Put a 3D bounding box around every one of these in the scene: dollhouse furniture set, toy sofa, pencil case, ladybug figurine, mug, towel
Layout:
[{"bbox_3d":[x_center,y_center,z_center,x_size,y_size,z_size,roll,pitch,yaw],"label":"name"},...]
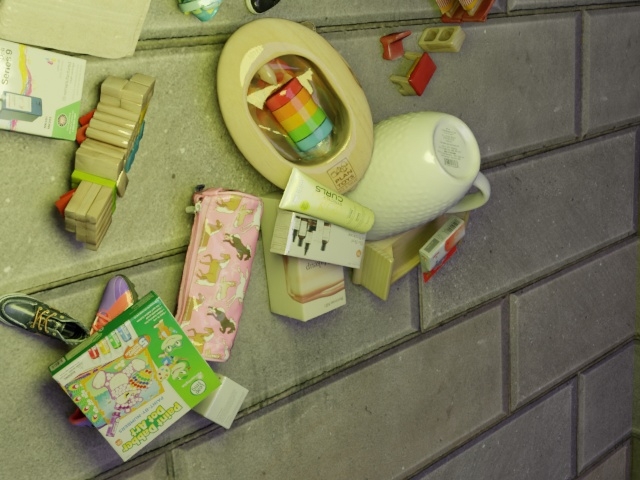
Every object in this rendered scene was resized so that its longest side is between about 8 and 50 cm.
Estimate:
[{"bbox_3d":[0.304,-0.584,2.194,0.201,0.152,0.374,43,69,-40],"label":"dollhouse furniture set"},{"bbox_3d":[0.228,-0.011,2.264,0.362,0.177,0.150,-33,144,-35],"label":"toy sofa"},{"bbox_3d":[-0.235,0.076,1.810,0.167,0.160,0.386,11,92,-11],"label":"pencil case"},{"bbox_3d":[-0.059,-0.287,1.861,0.305,0.162,0.449,-36,113,-5],"label":"ladybug figurine"},{"bbox_3d":[0.246,-0.154,2.034,0.374,0.328,0.276,22,64,-32],"label":"mug"},{"bbox_3d":[-0.448,-0.438,1.528,0.282,0.049,0.187,2,123,-43],"label":"towel"}]

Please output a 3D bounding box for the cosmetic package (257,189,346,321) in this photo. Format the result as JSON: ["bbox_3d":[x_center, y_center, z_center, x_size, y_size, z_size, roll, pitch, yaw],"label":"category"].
[{"bbox_3d":[-0.042,0.025,2.002,0.153,0.129,0.296,-22,113,-40],"label":"cosmetic package"}]

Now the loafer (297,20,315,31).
[{"bbox_3d":[-0.059,-0.469,1.942,0.148,0.050,0.056,-39,123,-32],"label":"loafer"}]

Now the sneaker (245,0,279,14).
[{"bbox_3d":[-0.069,-0.592,1.858,0.217,0.121,0.079,-55,129,-21],"label":"sneaker"}]

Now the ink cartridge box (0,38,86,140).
[{"bbox_3d":[-0.543,-0.270,1.491,0.212,0.093,0.154,7,94,-42],"label":"ink cartridge box"}]

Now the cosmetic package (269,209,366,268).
[{"bbox_3d":[0.000,0.000,1.906,0.239,0.060,0.098,11,91,-43],"label":"cosmetic package"}]

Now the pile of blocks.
[{"bbox_3d":[-0.431,-0.166,1.629,0.113,0.149,0.362,17,73,-2],"label":"pile of blocks"}]

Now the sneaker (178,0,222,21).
[{"bbox_3d":[-0.295,-0.534,1.653,0.319,0.127,0.208,-20,110,-39],"label":"sneaker"}]

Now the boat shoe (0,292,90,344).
[{"bbox_3d":[-0.528,0.149,1.593,0.183,0.083,0.065,27,79,-43],"label":"boat shoe"}]

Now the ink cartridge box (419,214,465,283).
[{"bbox_3d":[0.330,0.035,2.237,0.145,0.045,0.179,-45,148,-16],"label":"ink cartridge box"}]

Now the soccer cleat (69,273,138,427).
[{"bbox_3d":[-0.436,0.227,1.687,0.116,0.109,0.318,0,100,-40],"label":"soccer cleat"}]

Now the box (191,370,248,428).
[{"bbox_3d":[-0.241,0.356,1.896,0.087,0.102,0.101,41,71,-43],"label":"box"}]

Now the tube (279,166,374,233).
[{"bbox_3d":[0.016,-0.077,1.848,0.240,0.062,0.070,23,46,-36],"label":"tube"}]

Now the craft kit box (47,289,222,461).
[{"bbox_3d":[-0.361,0.269,1.655,0.250,0.061,0.246,-38,120,-15],"label":"craft kit box"}]
